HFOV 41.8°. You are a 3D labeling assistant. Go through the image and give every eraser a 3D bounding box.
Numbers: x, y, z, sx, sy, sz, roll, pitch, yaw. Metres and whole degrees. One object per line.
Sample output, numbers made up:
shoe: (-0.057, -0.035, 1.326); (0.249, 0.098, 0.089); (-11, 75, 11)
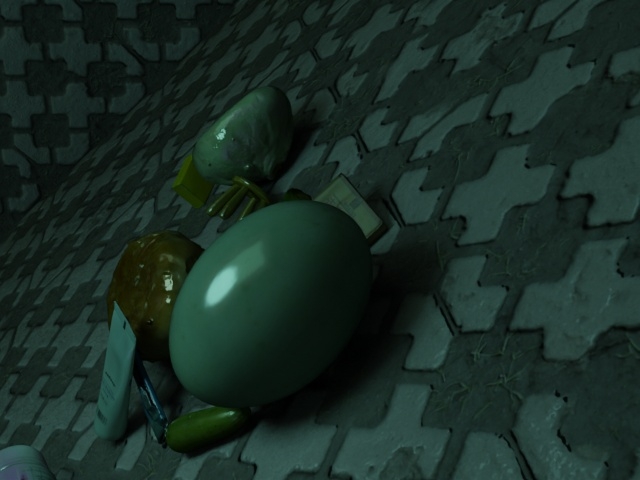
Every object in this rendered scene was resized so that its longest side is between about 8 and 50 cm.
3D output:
eraser: (-0.341, -0.163, 2.288); (0.045, 0.097, 0.122); (-20, 38, 39)

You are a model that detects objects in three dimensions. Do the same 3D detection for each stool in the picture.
stool: (-0.183, -0.076, 1.930); (0.110, 0.134, 0.135); (-58, -16, -11)

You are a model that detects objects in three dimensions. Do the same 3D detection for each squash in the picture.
squash: (-0.198, 0.325, 1.471); (0.201, 0.066, 0.066); (-28, 33, 33)

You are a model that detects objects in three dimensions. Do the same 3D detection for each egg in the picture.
egg: (-0.082, 0.105, 1.361); (0.389, 0.276, 0.276); (-45, 27, 6)

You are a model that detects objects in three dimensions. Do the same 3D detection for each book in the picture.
book: (0.000, 0.000, 1.586); (0.231, 0.026, 0.161); (-43, 53, 9)

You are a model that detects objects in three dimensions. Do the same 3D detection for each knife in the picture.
knife: (-0.355, 0.267, 1.640); (0.044, 0.026, 0.296); (-50, 59, 37)

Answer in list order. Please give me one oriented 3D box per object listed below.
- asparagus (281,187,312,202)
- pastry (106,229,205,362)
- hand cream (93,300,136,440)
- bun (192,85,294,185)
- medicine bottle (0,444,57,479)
asparagus: (-0.097, 0.029, 1.700); (0.085, 0.082, 0.343); (-4, 51, 49)
pastry: (-0.324, 0.122, 1.787); (0.316, 0.184, 0.284); (6, 78, 53)
hand cream: (-0.407, 0.276, 1.662); (0.109, 0.067, 0.320); (50, 137, 39)
bun: (-0.162, -0.231, 2.035); (0.293, 0.187, 0.293); (-42, 4, 4)
medicine bottle: (-0.583, 0.525, 1.646); (0.152, 0.152, 0.254); (-48, 34, 0)
